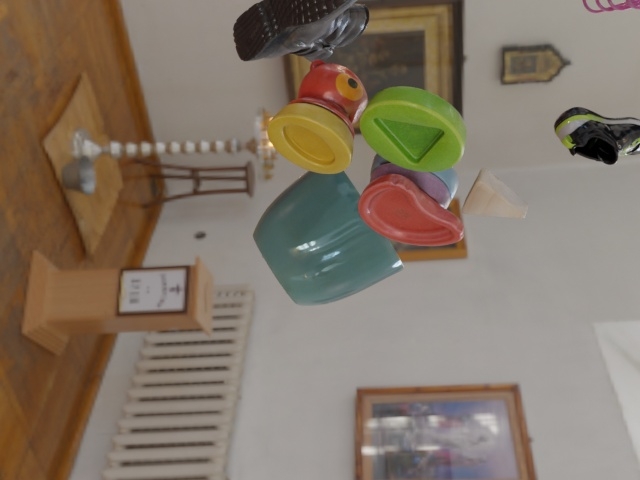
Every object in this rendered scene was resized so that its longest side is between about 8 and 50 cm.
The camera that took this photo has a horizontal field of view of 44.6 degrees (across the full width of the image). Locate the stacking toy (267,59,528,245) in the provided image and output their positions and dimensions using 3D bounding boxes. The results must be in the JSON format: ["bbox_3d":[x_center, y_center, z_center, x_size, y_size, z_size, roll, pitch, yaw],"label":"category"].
[{"bbox_3d":[0.120,-0.133,1.049,0.309,0.279,0.130,40,60,-31],"label":"stacking toy"}]

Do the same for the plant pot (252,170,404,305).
[{"bbox_3d":[0.000,0.000,1.651,0.293,0.235,0.293,58,1,-2],"label":"plant pot"}]

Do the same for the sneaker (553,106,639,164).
[{"bbox_3d":[0.524,-0.171,1.422,0.084,0.234,0.097,124,-35,-49],"label":"sneaker"}]

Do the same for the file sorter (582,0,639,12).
[{"bbox_3d":[0.654,-0.569,1.559,0.291,0.202,0.182,-101,171,-76],"label":"file sorter"}]

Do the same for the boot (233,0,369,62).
[{"bbox_3d":[0.014,-0.423,1.417,0.338,0.222,0.118,-13,-91,48],"label":"boot"}]
